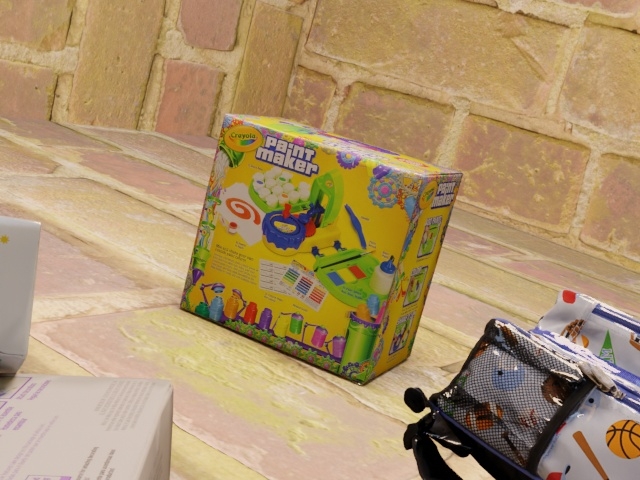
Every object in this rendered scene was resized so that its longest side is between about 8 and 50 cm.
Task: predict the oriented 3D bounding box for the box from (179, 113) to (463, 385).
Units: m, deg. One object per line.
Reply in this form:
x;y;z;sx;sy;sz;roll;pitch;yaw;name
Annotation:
0.000;0.000;1.218;0.290;0.279;0.177;21;14;23;box

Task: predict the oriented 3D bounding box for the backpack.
0.251;0.185;0.731;0.276;0.213;0.263;36;3;-44;backpack

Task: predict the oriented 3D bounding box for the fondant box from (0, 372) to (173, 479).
-0.260;0.147;0.498;0.330;0.096;0.238;4;7;-3;fondant box

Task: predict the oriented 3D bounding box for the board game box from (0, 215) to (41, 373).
-0.342;0.054;0.668;0.224;0.097;0.303;9;-18;-22;board game box
